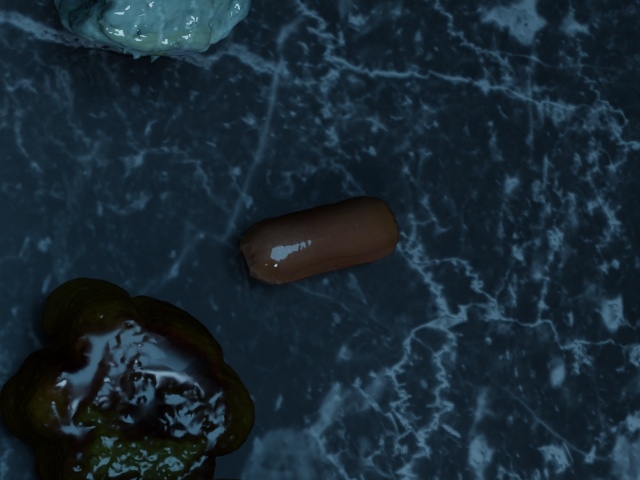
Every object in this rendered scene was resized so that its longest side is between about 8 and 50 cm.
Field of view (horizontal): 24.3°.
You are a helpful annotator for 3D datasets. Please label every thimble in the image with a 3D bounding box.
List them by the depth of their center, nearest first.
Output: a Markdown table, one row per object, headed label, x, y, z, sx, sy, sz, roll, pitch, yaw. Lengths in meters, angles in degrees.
| label | x | y | z | sx | sy | sz | roll | pitch | yaw |
| --- | --- | --- | --- | --- | --- | --- | --- | --- | --- |
| thimble | -0.179 | -0.305 | 1.567 | 0.172 | 0.205 | 0.250 | 2 | 61 | -29 |

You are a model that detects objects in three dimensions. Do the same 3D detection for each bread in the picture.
| label | x | y | z | sx | sy | sz | roll | pitch | yaw |
| --- | --- | --- | --- | --- | --- | --- | --- | --- | --- |
| bread | -0.189 | 0.172 | 1.497 | 0.246 | 0.135 | 0.232 | 29 | 82 | -18 |

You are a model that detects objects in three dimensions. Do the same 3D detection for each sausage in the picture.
| label | x | y | z | sx | sy | sz | roll | pitch | yaw |
| --- | --- | --- | --- | --- | --- | --- | --- | --- | --- |
| sausage | 0.000 | 0.000 | 1.650 | 0.194 | 0.077 | 0.077 | -15 | 85 | -25 |

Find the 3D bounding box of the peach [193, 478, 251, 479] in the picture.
| label | x | y | z | sx | sy | sz | roll | pitch | yaw |
| --- | --- | --- | --- | --- | --- | --- | --- | --- | --- |
| peach | -0.108 | 0.382 | 1.369 | 0.380 | 0.242 | 0.306 | -2 | 76 | -3 |
